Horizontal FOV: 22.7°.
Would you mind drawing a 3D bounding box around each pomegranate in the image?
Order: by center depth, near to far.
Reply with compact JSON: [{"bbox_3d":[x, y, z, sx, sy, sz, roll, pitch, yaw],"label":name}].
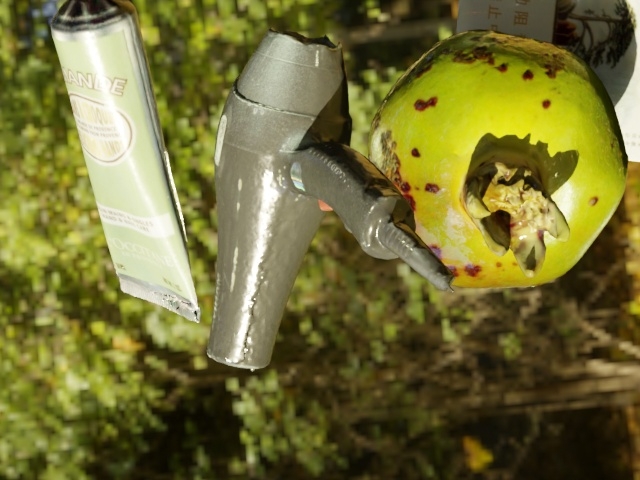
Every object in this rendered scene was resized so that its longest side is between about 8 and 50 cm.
[{"bbox_3d":[0.140,-0.045,1.166,0.246,0.198,0.198,-128,24,-50],"label":"pomegranate"}]

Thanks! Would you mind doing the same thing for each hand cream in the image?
[{"bbox_3d":[-0.129,-0.056,1.046,0.086,0.055,0.235,20,129,43],"label":"hand cream"}]

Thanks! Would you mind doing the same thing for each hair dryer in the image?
[{"bbox_3d":[0.000,0.000,0.991,0.271,0.091,0.236,-144,64,-62],"label":"hair dryer"}]

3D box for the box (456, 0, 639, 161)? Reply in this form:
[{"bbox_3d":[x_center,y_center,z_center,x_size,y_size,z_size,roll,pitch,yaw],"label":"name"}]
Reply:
[{"bbox_3d":[0.230,-0.148,1.330,0.067,0.233,0.150,-37,-47,-62],"label":"box"}]
